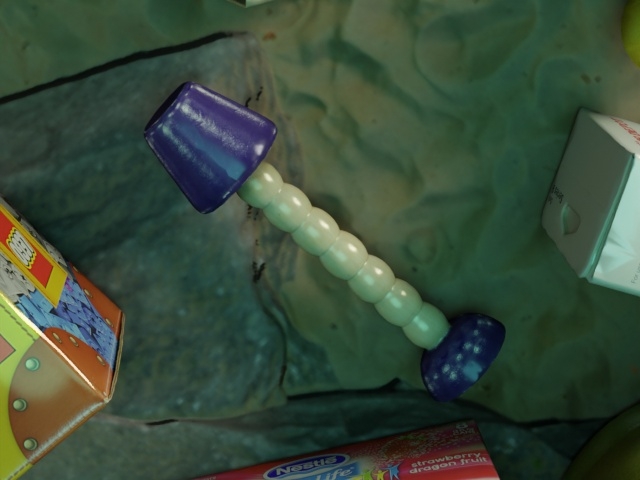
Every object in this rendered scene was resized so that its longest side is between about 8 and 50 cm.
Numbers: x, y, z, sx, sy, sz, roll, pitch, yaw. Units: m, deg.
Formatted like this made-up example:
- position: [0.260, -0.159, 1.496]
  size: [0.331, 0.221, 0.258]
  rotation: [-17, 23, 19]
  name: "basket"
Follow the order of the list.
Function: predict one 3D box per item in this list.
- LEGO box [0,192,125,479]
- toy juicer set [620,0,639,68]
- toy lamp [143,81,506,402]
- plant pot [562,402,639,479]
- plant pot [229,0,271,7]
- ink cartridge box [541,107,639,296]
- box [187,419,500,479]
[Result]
- position: [-0.434, 0.098, 1.022]
  size: [0.500, 0.193, 0.372]
  rotation: [-40, 103, 7]
  name: "LEGO box"
- position: [0.377, -0.151, 1.075]
  size: [0.329, 0.089, 0.209]
  rotation: [24, 84, -6]
  name: "toy juicer set"
- position: [0.000, 0.000, 1.085]
  size: [0.274, 0.080, 0.080]
  rotation: [41, 99, -12]
  name: "toy lamp"
- position: [0.291, 0.256, 1.029]
  size: [0.366, 0.353, 0.367]
  rotation: [-1, 106, -3]
  name: "plant pot"
- position: [-0.019, -0.211, 1.019]
  size: [0.096, 0.109, 0.109]
  rotation: [-11, 106, -14]
  name: "plant pot"
- position: [0.266, -0.005, 1.061]
  size: [0.212, 0.154, 0.093]
  rotation: [14, 103, -7]
  name: "ink cartridge box"
- position: [0.003, 0.223, 1.117]
  size: [0.256, 0.128, 0.123]
  rotation: [-12, 105, 0]
  name: "box"
